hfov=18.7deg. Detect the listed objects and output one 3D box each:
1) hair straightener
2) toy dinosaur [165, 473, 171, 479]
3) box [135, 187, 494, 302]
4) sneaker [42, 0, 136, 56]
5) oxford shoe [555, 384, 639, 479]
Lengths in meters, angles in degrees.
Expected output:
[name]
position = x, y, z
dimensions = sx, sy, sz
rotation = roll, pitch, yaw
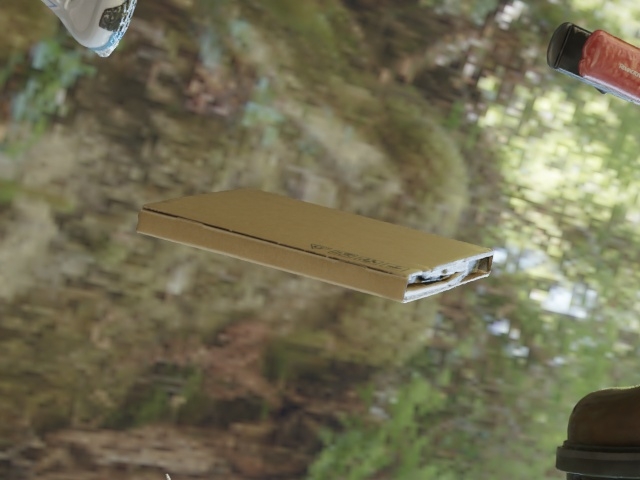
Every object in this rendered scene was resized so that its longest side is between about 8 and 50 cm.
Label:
[hair straightener]
position = 0.270, -0.133, 1.589
dimensions = 0.089, 0.230, 0.047
rotation = 25, -80, 52
[toy dinosaur]
position = -0.123, 0.291, 1.643
dimensions = 0.092, 0.053, 0.183
rotation = 160, -63, -75
[box]
position = 0.000, 0.000, 1.333
dimensions = 0.201, 0.164, 0.021
rotation = 14, -78, 24
[sneaker]
position = -0.186, -0.191, 1.382
dimensions = 0.071, 0.083, 0.191
rotation = -62, -150, 13
[oxford shoe]
position = 0.164, 0.031, 0.612
dimensions = 0.227, 0.083, 0.096
rotation = -23, -112, 44
